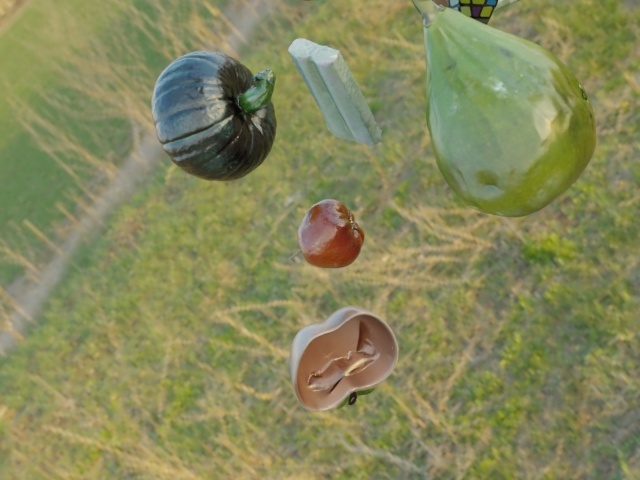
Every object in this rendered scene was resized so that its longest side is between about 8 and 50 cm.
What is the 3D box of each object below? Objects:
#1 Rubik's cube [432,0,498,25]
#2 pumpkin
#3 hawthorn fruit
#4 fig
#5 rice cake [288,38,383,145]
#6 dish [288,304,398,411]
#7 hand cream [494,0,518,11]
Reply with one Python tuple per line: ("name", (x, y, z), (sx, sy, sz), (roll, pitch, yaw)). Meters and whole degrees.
("Rubik's cube", (0.218, -0.381, 1.631), (0.112, 0.133, 0.133), (-36, 24, 28))
("pumpkin", (-0.170, -0.236, 1.924), (0.248, 0.248, 0.248), (-36, 24, 19))
("hawthorn fruit", (0.011, -0.008, 1.895), (0.140, 0.125, 0.125), (-5, 25, -6))
("fig", (0.258, -0.193, 1.465), (0.233, 0.314, 0.233), (-9, 14, 2))
("rice cake", (0.025, -0.224, 1.644), (0.085, 0.226, 0.040), (16, 66, 31))
("dish", (0.027, 0.199, 1.904), (0.213, 0.213, 0.090), (-44, 41, 1))
("hand cream", (0.358, -0.455, 1.845), (0.235, 0.086, 0.055), (-19, 2, -19))
